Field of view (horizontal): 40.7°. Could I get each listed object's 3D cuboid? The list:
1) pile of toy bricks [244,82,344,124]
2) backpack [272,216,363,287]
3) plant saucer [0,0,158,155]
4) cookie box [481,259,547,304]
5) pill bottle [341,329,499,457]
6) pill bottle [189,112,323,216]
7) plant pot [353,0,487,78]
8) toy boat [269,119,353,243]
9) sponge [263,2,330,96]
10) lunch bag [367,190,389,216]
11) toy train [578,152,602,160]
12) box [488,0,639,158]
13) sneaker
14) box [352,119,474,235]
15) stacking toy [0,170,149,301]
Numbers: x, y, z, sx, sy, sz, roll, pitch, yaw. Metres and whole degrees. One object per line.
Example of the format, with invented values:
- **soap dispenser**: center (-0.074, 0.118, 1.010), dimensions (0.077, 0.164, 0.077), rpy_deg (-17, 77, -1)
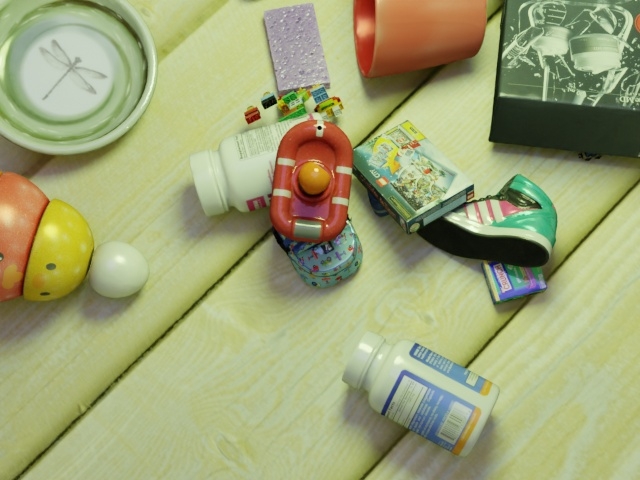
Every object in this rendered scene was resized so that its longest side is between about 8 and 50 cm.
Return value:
- **pile of toy bricks**: center (-0.067, -0.287, 1.860), dimensions (0.212, 0.118, 0.105), rpy_deg (-25, 33, 6)
- **backpack**: center (0.000, 0.000, 1.746), dimensions (0.158, 0.117, 0.173), rpy_deg (-28, 76, -4)
- **plant saucer**: center (-0.555, -0.369, 1.881), dimensions (0.400, 0.100, 0.401), rpy_deg (1, 80, -8)
- **cookie box**: center (0.388, 0.072, 1.736), dimensions (0.107, 0.040, 0.092), rpy_deg (-15, 73, 0)
- **pill bottle**: center (0.184, 0.279, 1.625), dimensions (0.272, 0.152, 0.152), rpy_deg (27, 76, 12)
- **pill bottle**: center (-0.116, -0.151, 1.776), dimensions (0.283, 0.160, 0.160), rpy_deg (-16, 72, -1)
- **plant pot**: center (0.208, -0.482, 1.826), dimensions (0.243, 0.275, 0.275), rpy_deg (-2, 72, -8)
- **toy boat**: center (-0.013, -0.115, 1.620), dimensions (0.151, 0.151, 0.231), rpy_deg (6, 85, -4)
- **sponge**: center (-0.054, -0.428, 1.929), dimensions (0.117, 0.031, 0.210), rpy_deg (-11, 71, 0)
- **lunch bag**: center (0.148, -0.097, 1.793), dimensions (0.098, 0.065, 0.067), rpy_deg (-19, 54, -4)
- **toy train**: center (0.620, -0.196, 1.809), dimensions (0.158, 0.036, 0.027), rpy_deg (-12, 72, 0)
- **box**: center (0.536, -0.358, 1.772), dimensions (0.343, 0.179, 0.313), rpy_deg (6, 67, 7)
- **sneaker**: center (0.345, -0.060, 1.742), dimensions (0.295, 0.124, 0.178), rpy_deg (15, 52, 28)
- **box**: center (0.177, -0.132, 1.740), dimensions (0.159, 0.044, 0.233), rpy_deg (-30, 52, -11)
- **stacking toy**: center (-0.576, 0.006, 1.715), dimensions (0.479, 0.350, 0.351), rpy_deg (13, 73, -9)
